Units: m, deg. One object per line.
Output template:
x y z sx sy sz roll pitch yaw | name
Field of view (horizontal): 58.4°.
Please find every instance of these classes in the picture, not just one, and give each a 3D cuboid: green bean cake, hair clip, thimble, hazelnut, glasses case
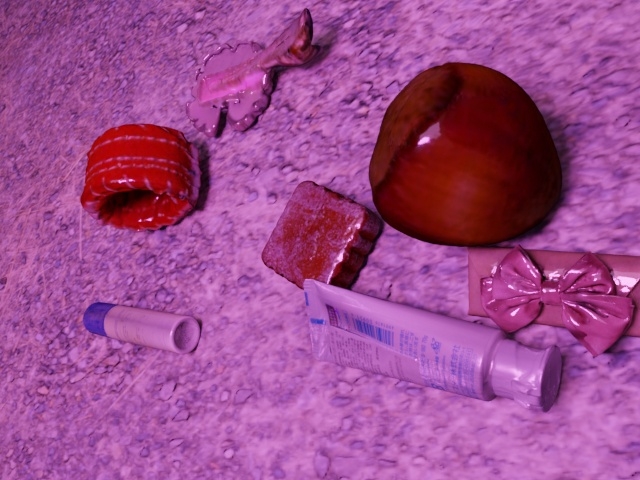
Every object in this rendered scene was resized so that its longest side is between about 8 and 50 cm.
0.000 0.000 0.764 0.136 0.056 0.135 29 93 38 | green bean cake
-0.105 -0.274 0.928 0.300 0.069 0.173 -14 64 42 | hair clip
-0.300 -0.100 0.946 0.190 0.163 0.125 -19 62 29 | thimble
0.160 -0.085 0.617 0.208 0.208 0.208 -13 66 32 | hazelnut
0.229 0.056 0.572 0.194 0.070 0.102 4 77 37 | glasses case

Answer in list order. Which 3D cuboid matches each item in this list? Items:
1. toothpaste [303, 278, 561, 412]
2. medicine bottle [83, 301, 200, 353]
0.104 0.116 0.637 0.299 0.073 0.114 8 115 38 | toothpaste
-0.293 0.137 0.922 0.231 0.059 0.059 3 75 36 | medicine bottle
